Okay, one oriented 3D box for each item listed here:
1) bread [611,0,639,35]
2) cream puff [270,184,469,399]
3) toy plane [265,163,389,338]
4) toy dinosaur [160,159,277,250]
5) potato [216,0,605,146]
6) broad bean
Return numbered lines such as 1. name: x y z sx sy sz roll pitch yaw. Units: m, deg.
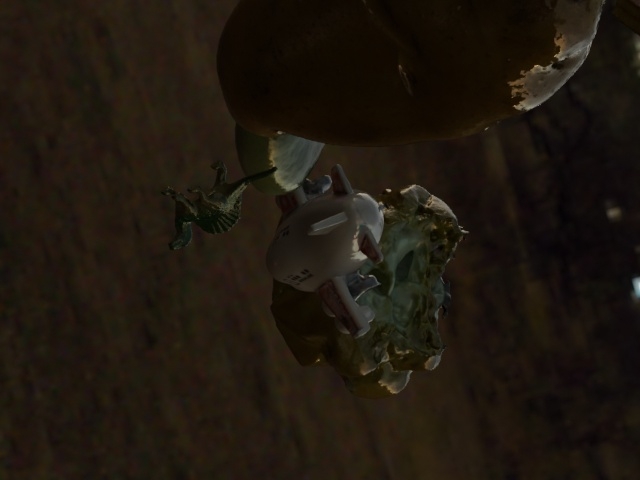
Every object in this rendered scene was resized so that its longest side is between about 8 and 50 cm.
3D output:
1. bread: 0.354 -0.228 1.667 0.090 0.094 0.035 44 -32 29
2. cream puff: 0.042 0.059 2.450 0.274 0.270 0.323 146 -41 -65
3. toy plane: 0.003 -0.001 2.010 0.252 0.118 0.252 48 -30 40
4. toy dinosaur: -0.086 -0.034 1.435 0.060 0.120 0.029 58 13 -32
5. potato: 0.074 -0.185 1.435 0.195 0.369 0.176 57 32 -34
6. broad bean: -0.029 -0.154 1.739 0.169 0.100 0.228 -30 144 -61
